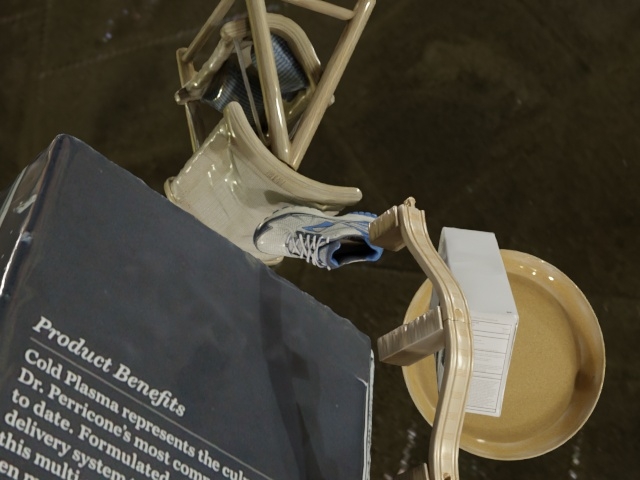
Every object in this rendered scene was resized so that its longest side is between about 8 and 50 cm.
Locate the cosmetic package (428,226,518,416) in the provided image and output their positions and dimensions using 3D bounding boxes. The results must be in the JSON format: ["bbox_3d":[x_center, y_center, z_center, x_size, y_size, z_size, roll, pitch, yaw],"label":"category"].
[{"bbox_3d":[0.141,0.069,1.159,0.060,0.239,0.099,9,107,0],"label":"cosmetic package"}]

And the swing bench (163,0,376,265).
[{"bbox_3d":[-0.066,-0.129,1.343,0.253,0.165,0.255,143,137,-62],"label":"swing bench"}]

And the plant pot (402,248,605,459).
[{"bbox_3d":[0.202,0.128,1.364,0.236,0.032,0.236,2,76,-9],"label":"plant pot"}]

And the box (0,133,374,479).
[{"bbox_3d":[-0.230,0.278,0.772,0.480,0.297,0.472,-37,29,32],"label":"box"}]

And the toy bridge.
[{"bbox_3d":[0.063,0.057,0.727,0.063,0.026,0.188,-34,51,45],"label":"toy bridge"}]

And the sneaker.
[{"bbox_3d":[0.000,0.000,1.202,0.135,0.052,0.058,-3,33,0],"label":"sneaker"}]
